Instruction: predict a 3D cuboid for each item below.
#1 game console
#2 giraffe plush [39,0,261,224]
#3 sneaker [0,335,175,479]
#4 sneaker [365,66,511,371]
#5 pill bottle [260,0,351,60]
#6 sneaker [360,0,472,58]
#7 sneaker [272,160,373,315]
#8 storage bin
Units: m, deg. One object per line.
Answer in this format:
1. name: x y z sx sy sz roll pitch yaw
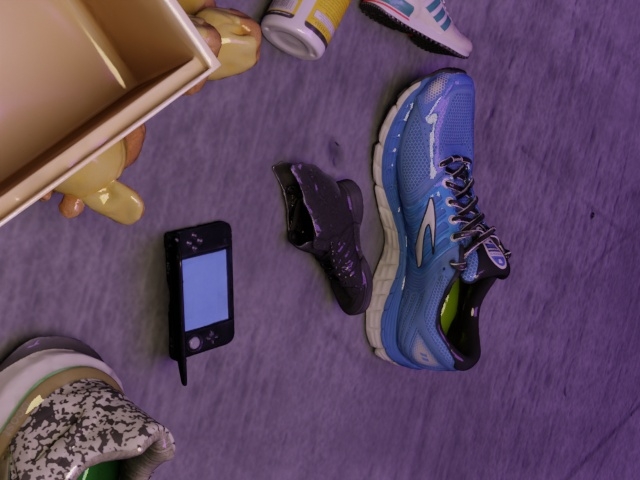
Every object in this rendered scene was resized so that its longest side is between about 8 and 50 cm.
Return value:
1. game console: -0.103 0.054 0.989 0.107 0.071 0.122 -14 111 -42
2. giraffe plush: -0.167 -0.107 0.832 0.210 0.181 0.170 -11 126 -49
3. sneaker: -0.230 0.284 0.841 0.158 0.182 0.410 23 84 -46
4. sneaker: 0.142 -0.016 1.164 0.130 0.147 0.329 -11 108 -43
5. pill bottle: -0.003 -0.230 1.019 0.065 0.065 0.116 39 73 -44
6. sneaker: 0.112 -0.242 1.138 0.161 0.057 0.075 18 93 -43
7. sneaker: 0.002 0.000 1.099 0.089 0.051 0.170 -16 107 -42
8. storage bin: -0.247 -0.127 0.609 0.260 0.123 0.262 -41 106 -23
